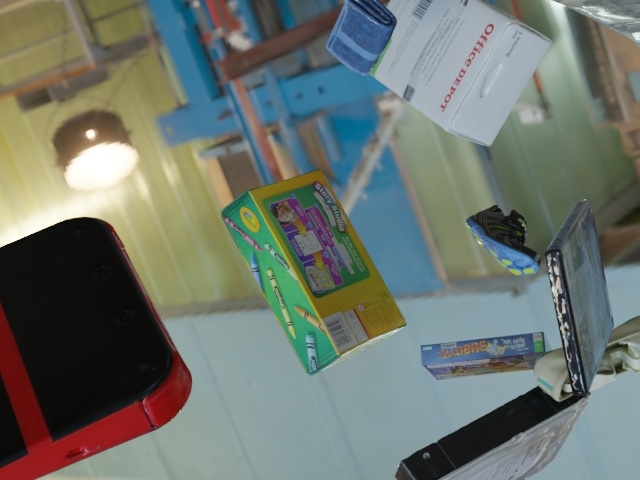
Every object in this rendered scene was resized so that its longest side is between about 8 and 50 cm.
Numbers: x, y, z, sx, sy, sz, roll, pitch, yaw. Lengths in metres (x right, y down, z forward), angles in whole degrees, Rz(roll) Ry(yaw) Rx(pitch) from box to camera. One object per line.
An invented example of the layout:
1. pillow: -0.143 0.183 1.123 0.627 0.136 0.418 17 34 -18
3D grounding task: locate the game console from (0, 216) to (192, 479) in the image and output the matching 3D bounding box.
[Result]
1. game console: -0.357 0.135 1.541 0.342 0.060 0.386 -25 -140 -10

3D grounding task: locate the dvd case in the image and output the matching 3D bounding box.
1. dvd case: 0.325 0.065 1.622 0.022 0.180 0.253 -8 -168 21

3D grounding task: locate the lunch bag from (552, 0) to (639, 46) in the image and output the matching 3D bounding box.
1. lunch bag: 0.347 -0.308 1.141 0.287 0.169 0.235 -21 165 32

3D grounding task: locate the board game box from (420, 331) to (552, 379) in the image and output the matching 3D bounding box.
1. board game box: 0.276 0.192 2.148 0.201 0.035 0.136 -7 162 13

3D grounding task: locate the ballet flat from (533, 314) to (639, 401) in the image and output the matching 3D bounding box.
1. ballet flat: 0.448 0.182 1.993 0.248 0.086 0.086 -20 -168 -11

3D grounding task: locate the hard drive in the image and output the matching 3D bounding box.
1. hard drive: 0.253 0.349 2.041 0.339 0.064 0.237 -24 150 -27

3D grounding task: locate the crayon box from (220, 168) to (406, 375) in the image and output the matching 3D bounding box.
1. crayon box: -0.009 0.042 1.934 0.165 0.278 0.081 -20 167 -47

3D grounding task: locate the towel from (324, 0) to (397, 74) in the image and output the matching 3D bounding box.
1. towel: 0.047 -0.242 1.538 0.029 0.067 0.119 -47 176 -27

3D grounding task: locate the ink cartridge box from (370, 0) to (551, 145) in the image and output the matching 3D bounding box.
1. ink cartridge box: 0.168 -0.242 1.678 0.092 0.160 0.219 16 -160 -41

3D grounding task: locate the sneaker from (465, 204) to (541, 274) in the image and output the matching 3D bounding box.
1. sneaker: 0.286 -0.008 1.994 0.078 0.067 0.188 -38 -151 0
